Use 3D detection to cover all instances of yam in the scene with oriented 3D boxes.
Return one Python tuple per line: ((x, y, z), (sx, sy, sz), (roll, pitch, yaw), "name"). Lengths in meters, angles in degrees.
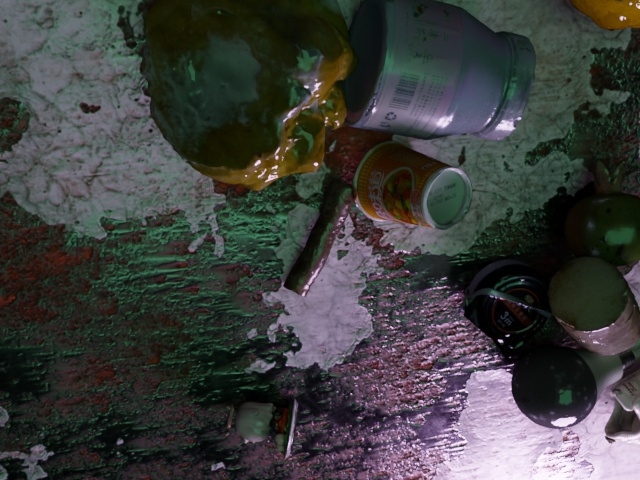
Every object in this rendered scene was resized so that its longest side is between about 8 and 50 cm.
((0.000, 0.000, 1.400), (0.061, 0.061, 0.252), (22, 103, -17), "yam")
((0.575, 0.144, 1.456), (0.161, 0.161, 0.268), (-47, 144, 6), "yam")

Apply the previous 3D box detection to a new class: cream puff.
((-0.100, -0.274, 1.198), (0.379, 0.275, 0.377), (5, 105, 18), "cream puff")

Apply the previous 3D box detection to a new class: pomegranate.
((0.598, -0.055, 1.449), (0.182, 0.181, 0.224), (0, 85, -11), "pomegranate")

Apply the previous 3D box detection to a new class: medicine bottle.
((0.205, -0.297, 1.248), (0.290, 0.245, 0.244), (8, 107, -16), "medicine bottle")

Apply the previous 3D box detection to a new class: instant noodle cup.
((0.178, -0.095, 1.312), (0.169, 0.185, 0.168), (-9, 108, -30), "instant noodle cup")

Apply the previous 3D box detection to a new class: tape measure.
((0.403, 0.133, 1.501), (0.181, 0.107, 0.182), (-41, 111, 7), "tape measure")

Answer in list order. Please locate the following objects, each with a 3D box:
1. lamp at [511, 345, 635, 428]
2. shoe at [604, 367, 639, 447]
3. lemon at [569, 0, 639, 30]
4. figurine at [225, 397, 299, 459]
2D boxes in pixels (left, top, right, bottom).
((0.563, 0.304, 1.587), (0.314, 0.182, 0.181), (-22, 115, -39), "lamp")
((0.782, 0.348, 1.635), (0.211, 0.132, 0.341), (4, 111, -15), "shoe")
((0.558, -0.513, 1.229), (0.293, 0.293, 0.292), (-3, 109, -10), "lemon")
((-0.130, 0.389, 1.480), (0.154, 0.132, 0.132), (10, 106, -2), "figurine")
